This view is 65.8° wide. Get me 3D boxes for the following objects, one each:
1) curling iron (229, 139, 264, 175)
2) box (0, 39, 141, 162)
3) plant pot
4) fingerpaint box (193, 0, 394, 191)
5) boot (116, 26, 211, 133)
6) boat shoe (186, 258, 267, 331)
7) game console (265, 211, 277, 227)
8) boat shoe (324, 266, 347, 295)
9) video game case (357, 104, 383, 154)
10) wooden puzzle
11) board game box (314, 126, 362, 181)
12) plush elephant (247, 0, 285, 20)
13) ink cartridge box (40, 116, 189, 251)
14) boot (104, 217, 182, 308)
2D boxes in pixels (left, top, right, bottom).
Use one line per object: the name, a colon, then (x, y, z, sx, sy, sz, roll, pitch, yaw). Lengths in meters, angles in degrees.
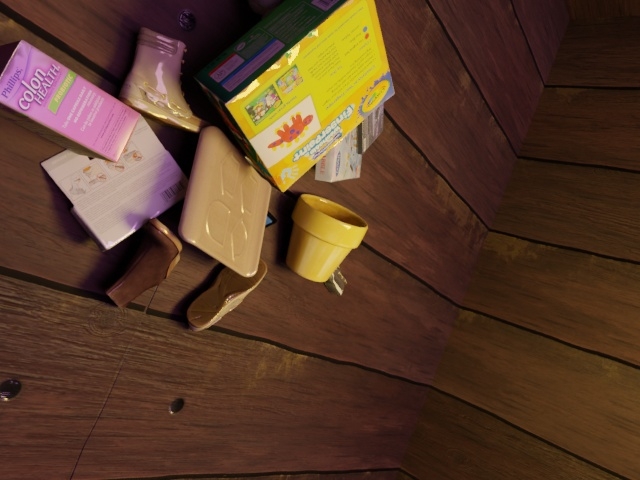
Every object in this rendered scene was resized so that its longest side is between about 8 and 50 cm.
curling iron: (-0.245, -0.252, 1.462, 0.274, 0.035, 0.068, 33, 41, -52)
box: (-0.532, -0.270, 0.990, 0.243, 0.214, 0.117, 30, 80, -45)
plant pot: (0.000, 0.000, 1.694, 0.254, 0.254, 0.238, 4, 116, -49)
fingerpaint box: (-0.043, -0.406, 1.297, 0.445, 0.163, 0.371, -43, 148, -6)
boot: (-0.364, -0.390, 1.245, 0.262, 0.095, 0.203, 15, 89, -49)
boat shoe: (-0.289, 0.162, 1.528, 0.302, 0.109, 0.098, -45, 172, -29)
game console: (-0.206, -0.091, 1.541, 0.122, 0.071, 0.107, -30, 124, -40)
boat shoe: (0.042, 0.124, 1.897, 0.068, 0.081, 0.227, -55, 144, -24)
video game case: (0.185, -0.454, 1.807, 0.274, 0.026, 0.195, -55, 148, -53)
wooden puzzle: (-0.266, -0.094, 1.375, 0.348, 0.081, 0.321, 44, 50, -61)
board game box: (0.078, -0.367, 1.685, 0.318, 0.066, 0.318, -23, 121, -68)
plush elephant: (-0.088, -0.674, 1.357, 0.330, 0.256, 0.271, 54, 13, -79)
ink cartridge box: (-0.489, -0.147, 1.214, 0.275, 0.060, 0.238, -42, 106, -31)
boot: (-0.450, 0.067, 1.243, 0.207, 0.090, 0.248, -45, 167, -24)
